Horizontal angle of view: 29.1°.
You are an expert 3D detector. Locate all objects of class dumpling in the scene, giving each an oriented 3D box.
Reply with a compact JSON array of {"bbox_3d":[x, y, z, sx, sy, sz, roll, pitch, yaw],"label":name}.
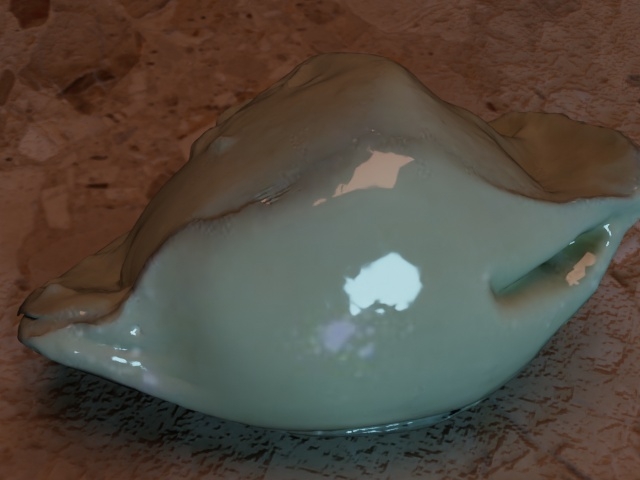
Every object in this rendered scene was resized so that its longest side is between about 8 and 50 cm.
[{"bbox_3d":[0.000,0.000,0.817,0.395,0.233,0.315,-20,15,-5],"label":"dumpling"}]
